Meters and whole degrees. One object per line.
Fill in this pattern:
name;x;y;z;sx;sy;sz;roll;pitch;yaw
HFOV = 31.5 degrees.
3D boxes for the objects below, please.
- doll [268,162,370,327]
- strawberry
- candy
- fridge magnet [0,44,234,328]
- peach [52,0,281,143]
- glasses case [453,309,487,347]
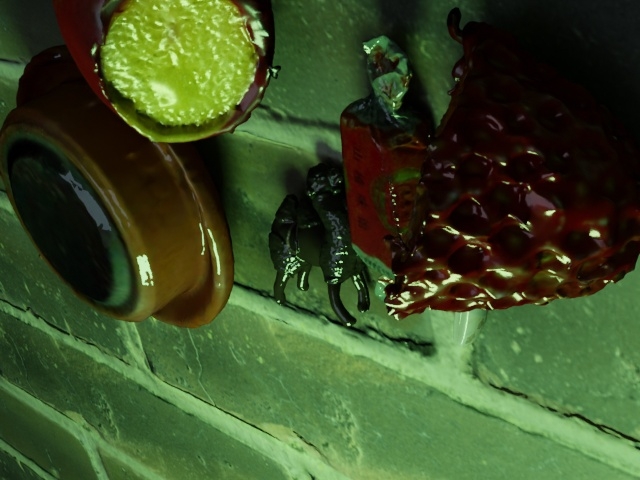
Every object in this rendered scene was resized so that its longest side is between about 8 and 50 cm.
doll;0.000;0.000;1.124;0.139;0.057;0.165;19;124;46
strawberry;0.147;-0.037;0.821;0.178;0.233;0.234;17;140;2
candy;0.061;-0.046;0.994;0.086;0.059;0.292;28;137;39
fridge magnet;-0.238;-0.049;1.298;0.364;0.155;0.363;33;142;31
peach;-0.133;-0.193;0.999;0.196;0.190;0.226;-13;101;47
glasses case;0.136;0.063;1.017;0.021;0.032;0.083;32;140;29
